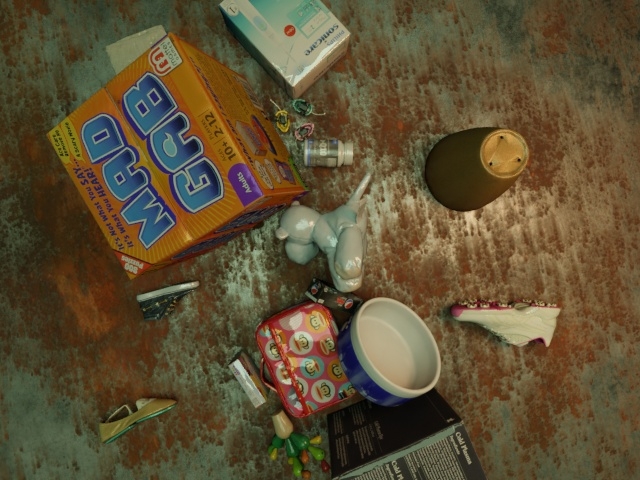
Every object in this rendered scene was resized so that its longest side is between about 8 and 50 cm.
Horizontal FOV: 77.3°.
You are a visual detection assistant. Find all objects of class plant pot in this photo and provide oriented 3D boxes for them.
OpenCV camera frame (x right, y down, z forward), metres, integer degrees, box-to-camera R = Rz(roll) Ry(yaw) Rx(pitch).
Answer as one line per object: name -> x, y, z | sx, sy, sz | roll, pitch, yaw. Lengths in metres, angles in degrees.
plant pot -> 0.427, -0.204, 1.064 | 0.237, 0.254, 0.237 | 0, 90, 0

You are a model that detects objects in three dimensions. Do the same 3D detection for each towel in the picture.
towel -> -0.479, -0.456, 1.134 | 0.187, 0.049, 0.282 | -21, 83, 0

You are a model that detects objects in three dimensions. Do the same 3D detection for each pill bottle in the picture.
pill bottle -> 0.022, -0.248, 1.141 | 0.137, 0.078, 0.078 | 1, 90, -2

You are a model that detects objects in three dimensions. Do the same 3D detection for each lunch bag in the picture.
lunch bag -> -0.052, 0.329, 1.126 | 0.258, 0.120, 0.293 | -24, 90, 3

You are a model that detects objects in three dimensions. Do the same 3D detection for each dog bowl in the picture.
dog bowl -> 0.179, 0.289, 1.053 | 0.265, 0.265, 0.104 | 38, 129, -1

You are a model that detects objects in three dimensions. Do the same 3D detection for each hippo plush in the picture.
hippo plush -> 0.000, 0.000, 1.052 | 0.236, 0.234, 0.294 | 5, 133, 10

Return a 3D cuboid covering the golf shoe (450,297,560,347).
golf shoe -> 0.525, 0.238, 1.139 | 0.306, 0.115, 0.140 | 2, 93, 0

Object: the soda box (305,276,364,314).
soda box -> 0.041, 0.156, 1.105 | 0.169, 0.060, 0.053 | 26, 92, -41

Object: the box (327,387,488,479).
box -> 0.196, 0.527, 1.013 | 0.312, 0.343, 0.179 | -24, 89, -1

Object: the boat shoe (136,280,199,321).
boat shoe -> -0.425, 0.171, 1.141 | 0.183, 0.065, 0.083 | -16, 93, 4

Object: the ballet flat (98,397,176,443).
ballet flat -> -0.523, 0.490, 1.131 | 0.232, 0.080, 0.073 | -28, 76, -3

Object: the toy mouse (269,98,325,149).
toy mouse -> -0.055, -0.348, 1.161 | 0.143, 0.031, 0.161 | -16, 92, 1

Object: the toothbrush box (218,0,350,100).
toothbrush box -> -0.096, -0.583, 1.116 | 0.216, 0.126, 0.295 | -42, 92, -1

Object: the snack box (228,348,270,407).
snack box -> -0.197, 0.384, 1.124 | 0.037, 0.100, 0.141 | -32, 91, 0

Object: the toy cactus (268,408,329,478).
toy cactus -> -0.075, 0.546, 1.096 | 0.112, 0.219, 0.180 | -26, 95, -38

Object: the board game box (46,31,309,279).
board game box -> -0.299, -0.177, 0.955 | 0.356, 0.356, 0.356 | -29, 91, 15
